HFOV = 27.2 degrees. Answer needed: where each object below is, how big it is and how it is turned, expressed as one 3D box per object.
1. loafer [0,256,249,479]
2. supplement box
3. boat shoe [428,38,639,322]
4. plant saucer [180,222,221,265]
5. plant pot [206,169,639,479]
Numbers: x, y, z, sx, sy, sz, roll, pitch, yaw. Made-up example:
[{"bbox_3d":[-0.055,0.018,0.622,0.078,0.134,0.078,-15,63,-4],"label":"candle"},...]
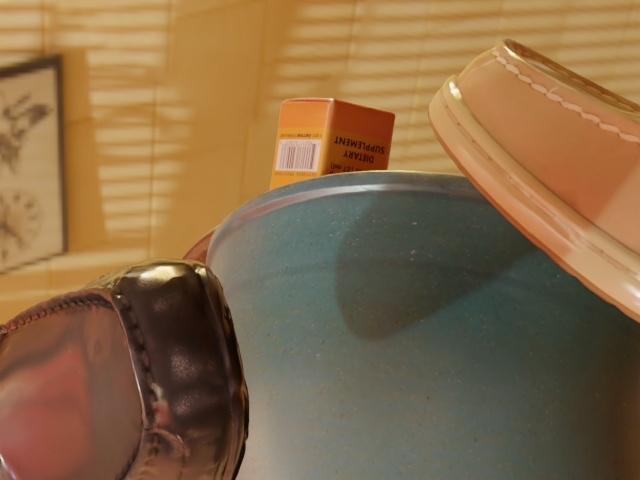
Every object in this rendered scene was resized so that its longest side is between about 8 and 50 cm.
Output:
[{"bbox_3d":[-0.088,0.066,0.388,0.078,0.223,0.076,-5,-109,-31],"label":"loafer"},{"bbox_3d":[0.000,0.000,1.122,0.078,0.233,0.080,8,180,-38],"label":"supplement box"},{"bbox_3d":[0.194,-0.001,0.451,0.341,0.110,0.122,32,-160,25],"label":"boat shoe"},{"bbox_3d":[-0.068,0.060,0.953,0.036,0.198,0.198,26,-156,-37],"label":"plant saucer"},{"bbox_3d":[0.047,0.141,0.694,0.272,0.271,0.255,10,-118,3],"label":"plant pot"}]
